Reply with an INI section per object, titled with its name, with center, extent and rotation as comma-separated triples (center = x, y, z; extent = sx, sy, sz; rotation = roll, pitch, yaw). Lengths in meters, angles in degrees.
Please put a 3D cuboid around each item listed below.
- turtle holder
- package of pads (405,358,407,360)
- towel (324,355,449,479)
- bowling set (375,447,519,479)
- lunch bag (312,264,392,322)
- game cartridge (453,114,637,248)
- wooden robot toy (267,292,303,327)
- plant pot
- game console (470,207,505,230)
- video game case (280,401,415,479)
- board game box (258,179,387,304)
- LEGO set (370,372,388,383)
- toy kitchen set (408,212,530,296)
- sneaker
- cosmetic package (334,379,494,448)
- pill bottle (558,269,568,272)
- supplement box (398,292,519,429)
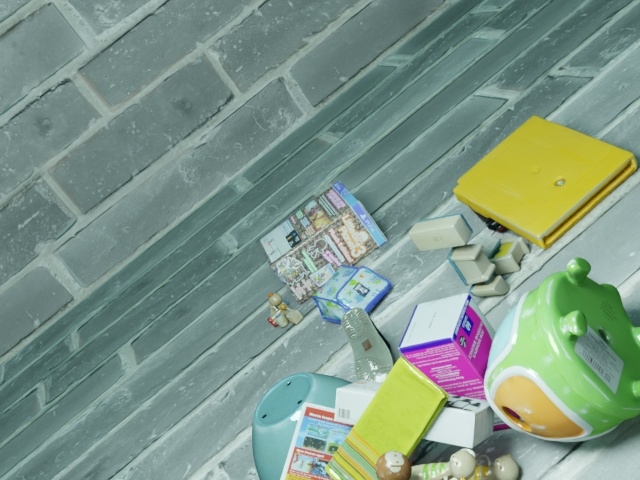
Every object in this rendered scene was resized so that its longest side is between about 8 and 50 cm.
[turtle holder]
center = 0.374, 0.164, 1.383
extent = 0.227, 0.243, 0.320
rotation = -43, 31, 35
[package of pads]
center = 0.192, 0.246, 1.771
extent = 0.083, 0.032, 0.050
rotation = -49, 22, -28
[towel]
center = 0.100, 0.305, 1.389
extent = 0.237, 0.102, 0.021
rotation = -59, -24, 16
[bowling set]
center = 0.184, 0.386, 1.294
extent = 0.154, 0.200, 0.287
rotation = -23, 29, 26
[lunch bag]
center = 0.078, 0.131, 2.107
extent = 0.151, 0.096, 0.129
rotation = 12, 48, 44
[game cartridge]
center = 0.490, -0.139, 1.981
extent = 0.285, 0.052, 0.324
rotation = -40, 35, -8
[wooden robot toy]
center = -0.114, 0.175, 2.313
extent = 0.076, 0.079, 0.173
rotation = -41, 22, -10
[plant pot]
center = -0.013, 0.358, 1.635
extent = 0.290, 0.195, 0.290
rotation = -30, 22, 14
[game console]
center = 0.426, -0.097, 2.031
extent = 0.144, 0.085, 0.124
rotation = -38, 6, -1
[video game case]
center = 0.033, 0.415, 1.436
extent = 0.204, 0.025, 0.285
rotation = 12, 55, 9
[board game box]
center = 0.000, 0.000, 2.410
extent = 0.291, 0.141, 0.232
rotation = -36, 22, 1
[LEGO set]
center = 0.200, 0.268, 1.626
extent = 0.287, 0.107, 0.132
rotation = -17, -23, -36
[toy kitchen set]
center = 0.314, 0.002, 1.842
extent = 0.122, 0.207, 0.166
rotation = -10, 34, 47
[sneaker]
center = 0.121, 0.247, 1.821
extent = 0.083, 0.118, 0.222
rotation = -29, 48, 13
[cosmetic package]
center = 0.151, 0.275, 1.430
extent = 0.239, 0.060, 0.099
rotation = 5, 2, 29
[pill bottle]
center = 0.468, 0.100, 1.605
extent = 0.065, 0.065, 0.116
rotation = -37, 21, 1
[supplement box]
center = 0.246, 0.213, 1.504
extent = 0.114, 0.220, 0.111
rotation = -18, 29, 37
